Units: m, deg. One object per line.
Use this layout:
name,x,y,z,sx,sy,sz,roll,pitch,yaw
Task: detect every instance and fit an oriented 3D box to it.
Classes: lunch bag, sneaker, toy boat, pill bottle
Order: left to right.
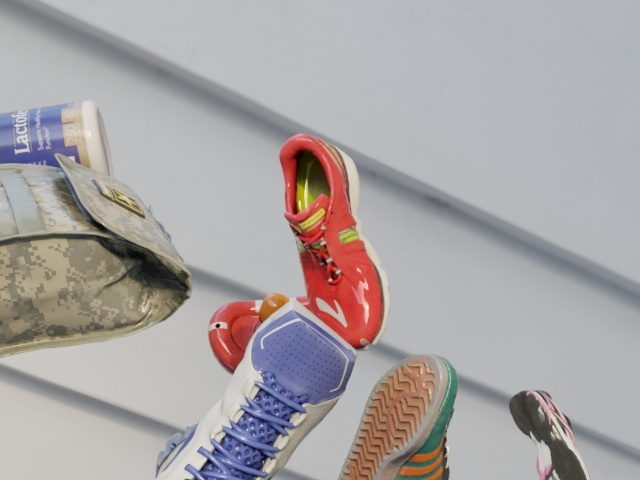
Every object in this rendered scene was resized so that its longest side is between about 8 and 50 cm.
pill bottle,-0.449,-0.113,1.263,0.153,0.265,0.153,169,90,-82
lunch bag,-0.309,0.007,0.985,0.235,0.287,0.169,44,136,53
sneaker,-0.084,0.230,0.901,0.315,0.127,0.182,-50,9,19
toy boat,-0.077,0.145,1.452,0.151,0.231,0.151,86,178,-50
sneaker,0.000,0.000,1.026,0.107,0.118,0.279,-22,69,19
sneaker,0.121,0.266,1.128,0.108,0.121,0.302,57,134,44
sneaker,0.349,0.293,1.242,0.072,0.077,0.178,-30,76,37
